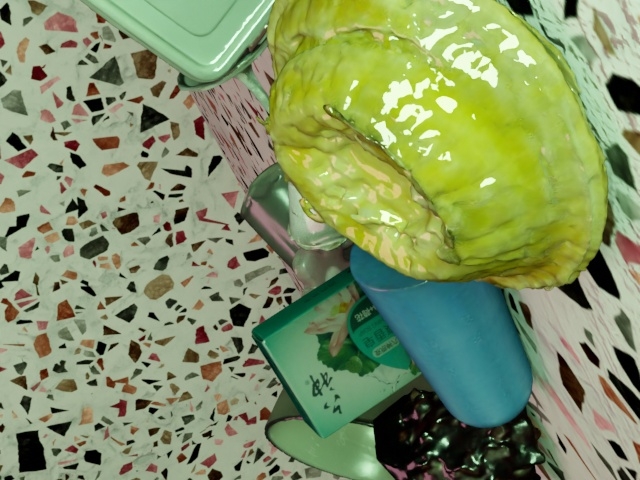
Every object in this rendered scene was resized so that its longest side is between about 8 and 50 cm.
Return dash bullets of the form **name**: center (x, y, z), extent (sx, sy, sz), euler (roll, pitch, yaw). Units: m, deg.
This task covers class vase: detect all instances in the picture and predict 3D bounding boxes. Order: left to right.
- **vase**: center (0.004, 0.015, 1.655), extent (0.301, 0.156, 0.251), euler (52, 156, 4)

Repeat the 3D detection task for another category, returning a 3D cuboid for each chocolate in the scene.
- **chocolate**: center (0.218, 0.247, 1.295), extent (0.224, 0.206, 0.177), euler (47, 127, 14)

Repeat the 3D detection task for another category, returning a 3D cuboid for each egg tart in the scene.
- **egg tart**: center (0.060, -0.060, 0.695), extent (0.290, 0.115, 0.290), euler (38, 158, 19)

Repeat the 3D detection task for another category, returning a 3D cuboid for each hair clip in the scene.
- **hair clip**: center (0.007, -0.001, 1.383), extent (0.146, 0.075, 0.257), euler (35, -133, -53)

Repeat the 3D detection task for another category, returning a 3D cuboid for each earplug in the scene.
- **earplug**: center (0.146, 0.095, 1.057), extent (0.273, 0.132, 0.132), euler (59, 175, -35)

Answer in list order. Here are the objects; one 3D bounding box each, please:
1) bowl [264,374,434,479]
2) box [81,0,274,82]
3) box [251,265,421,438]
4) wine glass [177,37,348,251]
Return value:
- **bowl**: center (0.095, 0.279, 1.688), extent (0.354, 0.354, 0.185), euler (70, -150, -59)
- **box**: center (-0.162, -0.305, 0.922), extent (0.294, 0.193, 0.167), euler (35, -170, -24)
- **box**: center (0.056, 0.118, 1.274), extent (0.153, 0.245, 0.092), euler (59, 170, -11)
- **wine glass**: center (-0.034, -0.117, 1.049), extent (0.232, 0.156, 0.156), euler (51, 178, -31)
